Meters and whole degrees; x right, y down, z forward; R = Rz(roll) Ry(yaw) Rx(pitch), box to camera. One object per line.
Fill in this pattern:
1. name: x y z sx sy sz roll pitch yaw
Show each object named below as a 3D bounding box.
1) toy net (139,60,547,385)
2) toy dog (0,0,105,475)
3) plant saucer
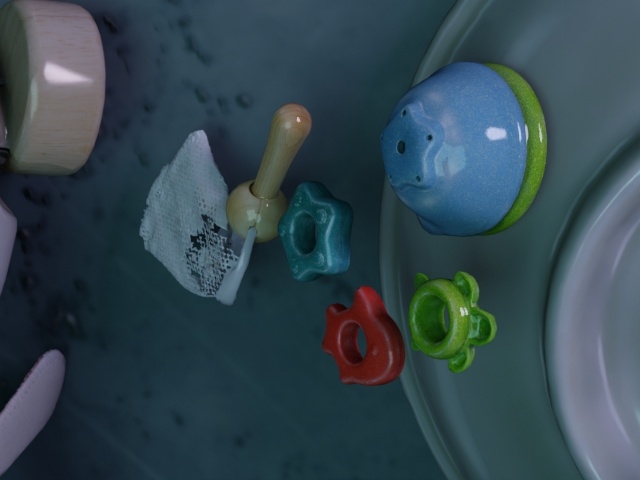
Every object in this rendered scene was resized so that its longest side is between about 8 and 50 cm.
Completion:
1. toy net: 0.000 0.000 0.595 0.232 0.045 0.122 -9 85 52
2. toy dog: -0.209 0.033 0.662 0.220 0.161 0.333 23 86 -26
3. plant saucer: 0.199 0.033 0.531 0.400 0.100 0.400 7 109 21
